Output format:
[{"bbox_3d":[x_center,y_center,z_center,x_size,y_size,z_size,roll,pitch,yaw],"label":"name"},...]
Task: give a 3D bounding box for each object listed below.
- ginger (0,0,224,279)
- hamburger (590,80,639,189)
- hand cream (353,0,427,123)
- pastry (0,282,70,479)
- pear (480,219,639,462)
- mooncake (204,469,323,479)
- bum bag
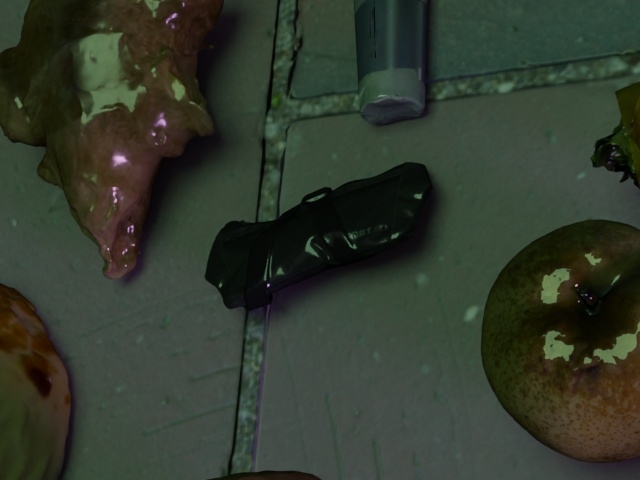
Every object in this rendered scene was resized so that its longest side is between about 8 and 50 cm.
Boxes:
[{"bbox_3d":[-0.179,-0.110,1.521,0.218,0.123,0.270,0,69,25],"label":"ginger"},{"bbox_3d":[0.279,-0.061,1.257,0.189,0.093,0.164,-3,37,17],"label":"hamburger"},{"bbox_3d":[0.054,-0.215,1.491,0.079,0.048,0.255,-8,63,19],"label":"hand cream"},{"bbox_3d":[-0.338,0.124,1.479,0.256,0.170,0.237,1,72,23],"label":"pastry"},{"bbox_3d":[0.187,0.065,1.242,0.167,0.136,0.167,-10,62,20],"label":"pear"},{"bbox_3d":[-0.086,0.281,1.211,0.284,0.284,0.155,-33,60,12],"label":"mooncake"},{"bbox_3d":[0.000,0.000,1.427,0.197,0.049,0.087,-21,36,19],"label":"bum bag"}]
